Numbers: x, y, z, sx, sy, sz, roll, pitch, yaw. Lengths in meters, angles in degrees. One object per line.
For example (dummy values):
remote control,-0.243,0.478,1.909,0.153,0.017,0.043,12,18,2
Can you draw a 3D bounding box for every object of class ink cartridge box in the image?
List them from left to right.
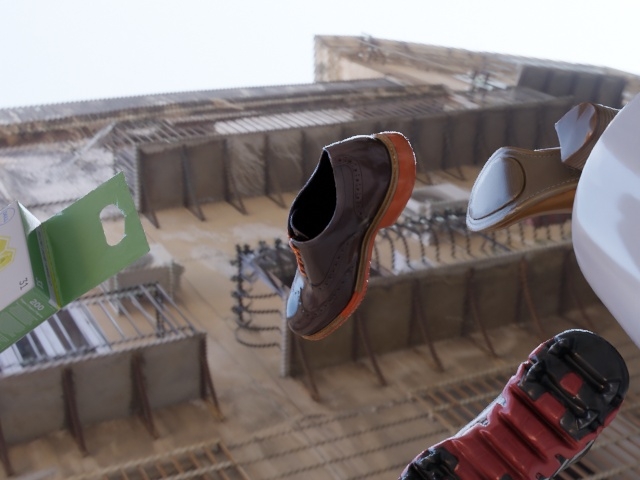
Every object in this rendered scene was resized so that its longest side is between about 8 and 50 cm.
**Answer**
ink cartridge box,-0.316,0.016,1.107,0.235,0.171,0.056,-35,-48,5

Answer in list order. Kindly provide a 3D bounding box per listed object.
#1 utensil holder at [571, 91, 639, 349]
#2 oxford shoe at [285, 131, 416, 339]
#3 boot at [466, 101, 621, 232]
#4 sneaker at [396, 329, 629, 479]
utensil holder,0.428,0.041,0.794,0.327,0.385,0.328,-7,-58,-12
oxford shoe,0.000,0.000,1.002,0.098,0.097,0.271,-4,-46,-30
boot,0.336,-0.062,1.232,0.220,0.109,0.283,18,-37,-24
sneaker,0.170,0.199,0.909,0.276,0.097,0.135,-44,-21,3
